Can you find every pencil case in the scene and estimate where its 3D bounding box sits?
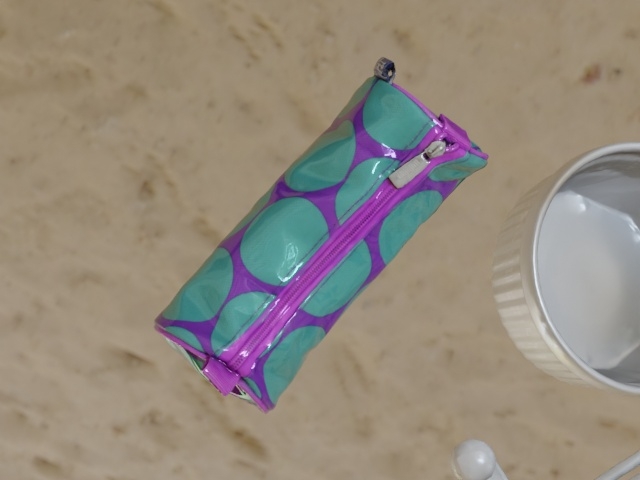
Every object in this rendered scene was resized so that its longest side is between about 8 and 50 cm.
[{"bbox_3d":[0.000,0.000,0.711,0.064,0.152,0.070,42,175,-15],"label":"pencil case"}]

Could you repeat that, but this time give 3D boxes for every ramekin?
[{"bbox_3d":[0.239,0.028,1.393,0.207,0.207,0.109,34,161,-15],"label":"ramekin"}]

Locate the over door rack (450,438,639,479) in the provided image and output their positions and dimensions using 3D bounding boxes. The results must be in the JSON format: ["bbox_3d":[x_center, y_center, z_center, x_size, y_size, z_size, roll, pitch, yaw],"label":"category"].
[{"bbox_3d":[0.218,0.136,0.596,0.239,0.324,0.108,-33,148,2],"label":"over door rack"}]
